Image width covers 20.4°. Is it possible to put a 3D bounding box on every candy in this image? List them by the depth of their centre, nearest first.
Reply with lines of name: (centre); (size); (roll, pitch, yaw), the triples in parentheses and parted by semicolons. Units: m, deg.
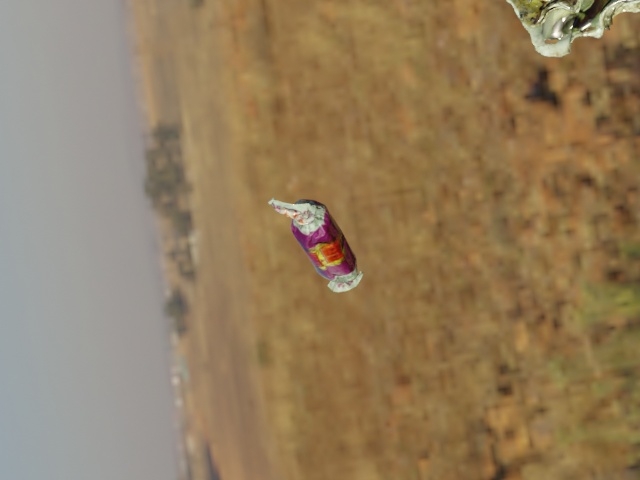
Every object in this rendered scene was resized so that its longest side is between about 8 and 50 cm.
candy: (0.000, 0.000, 1.620); (0.175, 0.045, 0.043); (59, -159, -54)

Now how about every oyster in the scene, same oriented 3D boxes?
oyster: (0.311, -0.310, 1.826); (0.112, 0.268, 0.198); (39, -154, -49)
